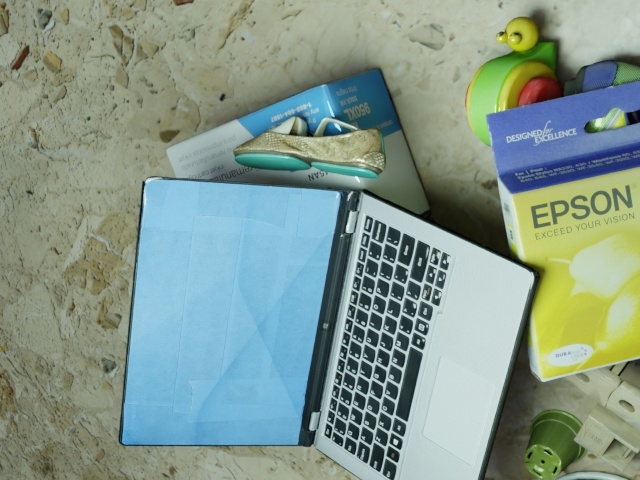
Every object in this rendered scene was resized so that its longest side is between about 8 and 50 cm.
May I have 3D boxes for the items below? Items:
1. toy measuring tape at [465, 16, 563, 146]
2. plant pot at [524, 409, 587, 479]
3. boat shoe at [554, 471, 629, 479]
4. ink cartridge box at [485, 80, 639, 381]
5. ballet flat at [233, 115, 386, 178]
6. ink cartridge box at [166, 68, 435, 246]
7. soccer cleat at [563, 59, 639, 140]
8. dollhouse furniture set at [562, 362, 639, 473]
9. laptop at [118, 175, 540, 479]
[{"bbox_3d":[0.236,-0.108,1.224,0.121,0.121,0.330,8,109,28],"label":"toy measuring tape"},{"bbox_3d":[0.312,0.284,1.339,0.083,0.079,0.083,11,111,28],"label":"plant pot"},{"bbox_3d":[0.305,0.400,1.374,0.302,0.091,0.114,-24,93,34],"label":"boat shoe"},{"bbox_3d":[0.364,-0.022,1.122,0.303,0.072,0.307,-13,103,-2],"label":"ink cartridge box"},{"bbox_3d":[-0.011,-0.118,1.218,0.206,0.073,0.067,7,81,24],"label":"ballet flat"},{"bbox_3d":[0.000,0.000,1.375,0.285,0.166,0.395,-17,97,32],"label":"ink cartridge box"},{"bbox_3d":[0.358,-0.071,1.187,0.121,0.093,0.289,1,107,24],"label":"soccer cleat"},{"bbox_3d":[0.384,0.178,1.258,0.129,0.129,0.184,35,152,20],"label":"dollhouse furniture set"},{"bbox_3d":[-0.011,0.150,1.182,0.408,0.236,0.382,28,119,35],"label":"laptop"}]
